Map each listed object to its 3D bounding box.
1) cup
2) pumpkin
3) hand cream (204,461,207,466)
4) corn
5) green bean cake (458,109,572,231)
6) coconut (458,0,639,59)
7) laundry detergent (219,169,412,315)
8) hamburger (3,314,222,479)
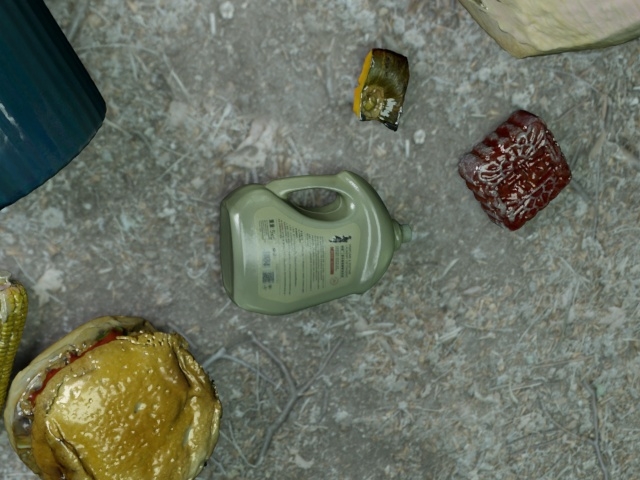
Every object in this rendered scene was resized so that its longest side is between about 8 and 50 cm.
[{"bbox_3d":[-0.398,-0.168,0.833,0.308,0.242,0.292,-35,122,-8],"label":"cup"},{"bbox_3d":[0.077,-0.195,1.127,0.073,0.035,0.101,3,107,-35],"label":"pumpkin"},{"bbox_3d":[-0.207,0.321,1.240,0.093,0.019,0.030,-3,114,-13],"label":"hand cream"},{"bbox_3d":[-0.405,0.142,1.050,0.080,0.080,0.238,13,109,-25],"label":"corn"},{"bbox_3d":[0.276,-0.096,1.231,0.135,0.056,0.136,-40,120,0],"label":"green bean cake"},{"bbox_3d":[0.303,-0.373,0.942,0.404,0.404,0.405,-8,114,-18],"label":"coconut"},{"bbox_3d":[0.000,0.000,1.143,0.253,0.091,0.181,-7,108,-18],"label":"laundry detergent"},{"bbox_3d":[-0.257,0.212,1.087,0.244,0.163,0.245,-7,103,-32],"label":"hamburger"}]
